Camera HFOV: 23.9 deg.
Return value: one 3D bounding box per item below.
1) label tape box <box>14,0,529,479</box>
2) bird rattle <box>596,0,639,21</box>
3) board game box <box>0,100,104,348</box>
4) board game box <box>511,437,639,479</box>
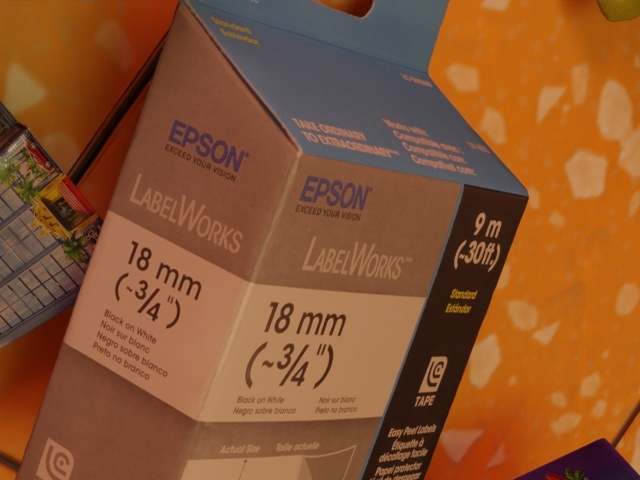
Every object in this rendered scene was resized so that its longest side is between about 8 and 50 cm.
[{"bbox_3d":[0.000,0.000,0.814,0.240,0.106,0.333,6,106,-55],"label":"label tape box"},{"bbox_3d":[0.253,-0.247,0.951,0.207,0.143,0.253,26,79,-49],"label":"bird rattle"},{"bbox_3d":[-0.221,0.005,0.734,0.194,0.060,0.194,-45,126,-13],"label":"board game box"},{"bbox_3d":[0.049,0.286,0.967,0.347,0.078,0.233,-20,139,-27],"label":"board game box"}]
